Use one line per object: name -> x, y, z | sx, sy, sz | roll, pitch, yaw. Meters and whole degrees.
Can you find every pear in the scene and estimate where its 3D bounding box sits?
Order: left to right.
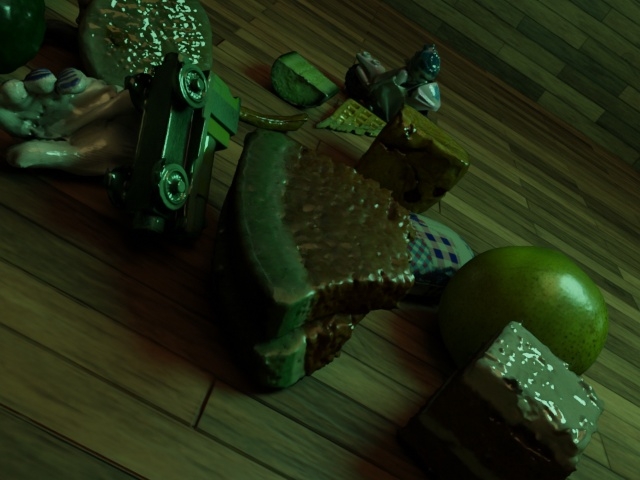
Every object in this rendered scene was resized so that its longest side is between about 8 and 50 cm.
pear -> 0.240, 0.092, 0.770 | 0.198, 0.198, 0.198 | 26, 30, -16

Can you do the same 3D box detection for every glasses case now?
glasses case -> 0.087, 0.009, 0.843 | 0.328, 0.076, 0.125 | 10, 37, -36

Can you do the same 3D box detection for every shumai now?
shumai -> -0.251, -0.261, 0.868 | 0.201, 0.201, 0.120 | 7, -2, -40

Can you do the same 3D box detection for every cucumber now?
cucumber -> -0.033, -0.290, 1.184 | 0.116, 0.062, 0.115 | 41, 30, -4

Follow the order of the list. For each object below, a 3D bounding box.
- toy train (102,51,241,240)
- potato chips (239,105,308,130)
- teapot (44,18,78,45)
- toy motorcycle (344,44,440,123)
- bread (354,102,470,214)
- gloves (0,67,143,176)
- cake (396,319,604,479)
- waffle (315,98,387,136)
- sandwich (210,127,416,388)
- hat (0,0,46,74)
toy train -> -0.147, -0.092, 0.671 | 0.132, 0.083, 0.200 | 36, 58, -59
potato chips -> -0.111, -0.202, 1.003 | 0.204, 0.037, 0.026 | 8, 28, -32
teapot -> -0.449, -0.403, 0.839 | 0.224, 0.305, 0.285 | 6, 26, 26
toy motorcycle -> 0.166, -0.324, 1.298 | 0.239, 0.204, 0.108 | 35, 40, 8
bread -> 0.145, -0.125, 1.038 | 0.143, 0.149, 0.158 | 39, 29, 0
gloves -> -0.248, -0.119, 0.670 | 0.229, 0.097, 0.119 | 15, 73, -60
cake -> 0.177, 0.172, 0.620 | 0.135, 0.147, 0.135 | 42, 29, 15
waffle -> 0.069, -0.209, 1.209 | 0.125, 0.032, 0.191 | 36, 31, -2
sandwich -> -0.011, 0.006, 0.642 | 0.212, 0.109, 0.292 | 16, 48, 1
hat -> -0.402, -0.236, 0.546 | 0.400, 0.285, 0.285 | 14, 33, -53
